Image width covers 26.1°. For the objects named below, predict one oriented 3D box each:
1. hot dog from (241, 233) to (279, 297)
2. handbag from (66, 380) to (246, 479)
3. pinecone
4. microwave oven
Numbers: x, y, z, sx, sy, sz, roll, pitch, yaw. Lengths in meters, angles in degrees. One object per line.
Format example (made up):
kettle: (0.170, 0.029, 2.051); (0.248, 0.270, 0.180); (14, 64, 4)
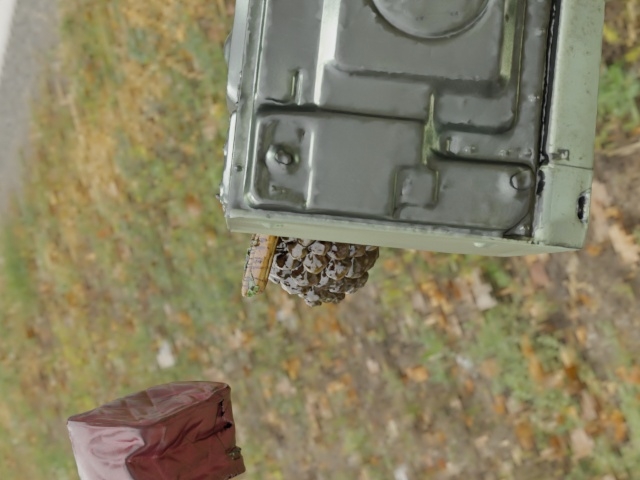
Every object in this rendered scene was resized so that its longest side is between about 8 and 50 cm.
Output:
hot dog: (-0.084, 0.019, 1.880); (0.049, 0.037, 0.122); (6, 80, 61)
handbag: (-0.197, 0.255, 1.683); (0.146, 0.225, 0.135); (-5, 96, 30)
pinecone: (0.004, -0.001, 1.981); (0.204, 0.184, 0.179); (58, -141, -49)
microwave oven: (0.083, -0.193, 1.240); (0.247, 0.333, 0.394); (155, 120, -84)
